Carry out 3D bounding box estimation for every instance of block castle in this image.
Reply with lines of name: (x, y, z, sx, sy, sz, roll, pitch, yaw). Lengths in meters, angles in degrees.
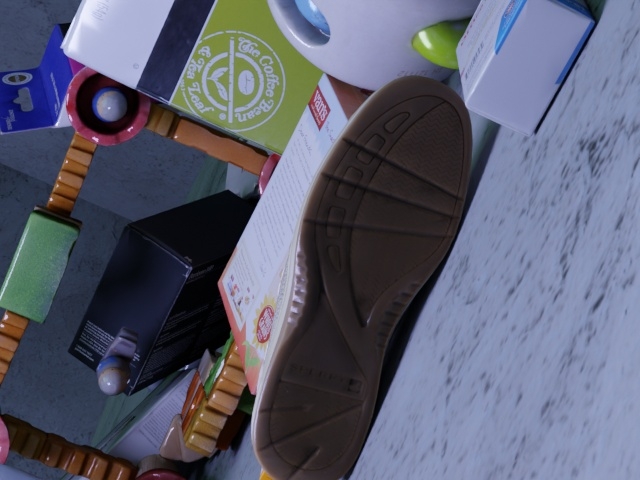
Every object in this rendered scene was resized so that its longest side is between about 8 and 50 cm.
block castle: (-0.189, 0.071, 1.629, 0.213, 0.303, 0.453, -147, 79, -80)

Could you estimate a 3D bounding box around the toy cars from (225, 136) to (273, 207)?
toy cars: (-0.021, -0.170, 1.980, 0.176, 0.087, 0.394, -107, 34, -50)

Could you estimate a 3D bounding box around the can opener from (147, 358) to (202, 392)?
can opener: (-0.147, 0.093, 2.154, 0.280, 0.074, 0.093, -64, -26, 1)

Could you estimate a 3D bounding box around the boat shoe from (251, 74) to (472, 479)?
boat shoe: (0.021, 0.026, 1.133, 0.098, 0.109, 0.302, -157, 85, -80)

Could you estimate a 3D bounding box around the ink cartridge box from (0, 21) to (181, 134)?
ink cartridge box: (-0.191, -0.202, 1.805, 0.176, 0.371, 0.069, -118, 21, -58)

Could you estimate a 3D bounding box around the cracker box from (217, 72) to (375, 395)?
cracker box: (0.000, 0.000, 1.312, 0.232, 0.067, 0.156, -62, 28, 28)

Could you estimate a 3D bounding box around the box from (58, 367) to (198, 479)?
box: (-0.231, 0.254, 1.915, 0.232, 0.058, 0.322, -44, 4, -10)

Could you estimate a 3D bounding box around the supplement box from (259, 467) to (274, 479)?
supplement box: (-0.016, 0.146, 1.249, 0.098, 0.036, 0.062, -82, 18, -61)

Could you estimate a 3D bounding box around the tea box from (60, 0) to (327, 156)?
tea box: (-0.031, -0.283, 1.538, 0.220, 0.323, 0.329, -86, 20, -68)

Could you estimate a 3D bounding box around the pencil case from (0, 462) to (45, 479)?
pencil case: (-0.241, 0.293, 1.453, 0.124, 0.273, 0.113, -60, 17, 27)

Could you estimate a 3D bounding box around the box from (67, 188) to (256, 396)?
box: (-0.168, 0.056, 1.899, 0.184, 0.103, 0.261, -60, -15, 21)

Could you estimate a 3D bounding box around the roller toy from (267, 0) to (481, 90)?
roller toy: (0.057, -0.226, 1.285, 0.146, 0.191, 0.209, 124, 167, -52)

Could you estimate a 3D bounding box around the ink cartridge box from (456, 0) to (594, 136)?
ink cartridge box: (0.133, -0.135, 1.047, 0.122, 0.052, 0.088, -89, 24, -66)
